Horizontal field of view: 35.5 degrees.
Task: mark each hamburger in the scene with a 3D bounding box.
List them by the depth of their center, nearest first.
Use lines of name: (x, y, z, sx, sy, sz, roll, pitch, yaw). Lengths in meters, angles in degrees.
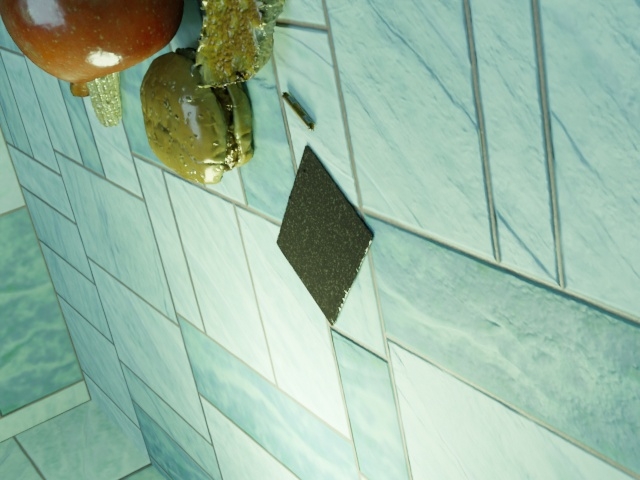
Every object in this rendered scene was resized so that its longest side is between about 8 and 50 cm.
hamburger: (-0.253, -0.245, 1.963, 0.283, 0.144, 0.260, 27, 134, 55)

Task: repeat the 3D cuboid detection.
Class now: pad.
pad: (0.000, 0.000, 1.844, 0.220, 0.004, 0.330, 55, 152, 21)

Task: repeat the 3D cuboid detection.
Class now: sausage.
sausage: (-0.038, -0.223, 1.718, 0.100, 0.015, 0.015, 52, 151, 25)

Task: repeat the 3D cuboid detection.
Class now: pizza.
pizza: (-0.148, -0.360, 1.710, 0.189, 0.071, 0.297, 46, 134, 24)

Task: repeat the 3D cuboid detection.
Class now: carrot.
carrot: (-0.594, -0.448, 2.522, 0.072, 0.072, 0.205, 55, 150, 21)

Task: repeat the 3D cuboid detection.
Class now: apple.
apple: (-0.432, -0.462, 1.894, 0.348, 0.348, 0.277, 15, 138, 58)

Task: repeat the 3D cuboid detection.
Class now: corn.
corn: (-0.530, -0.374, 2.447, 0.087, 0.087, 0.211, 52, 154, 27)
